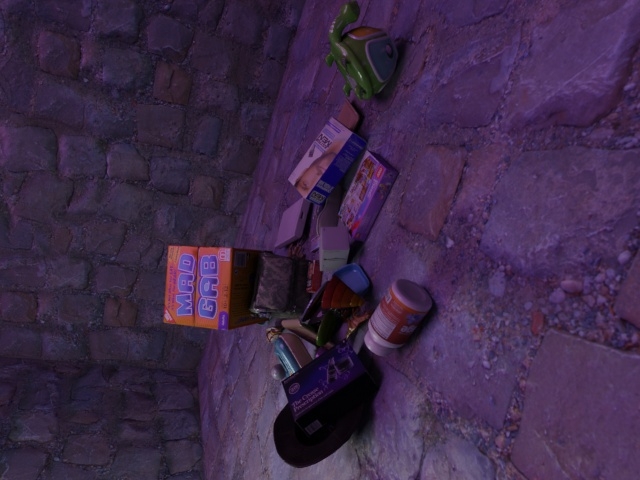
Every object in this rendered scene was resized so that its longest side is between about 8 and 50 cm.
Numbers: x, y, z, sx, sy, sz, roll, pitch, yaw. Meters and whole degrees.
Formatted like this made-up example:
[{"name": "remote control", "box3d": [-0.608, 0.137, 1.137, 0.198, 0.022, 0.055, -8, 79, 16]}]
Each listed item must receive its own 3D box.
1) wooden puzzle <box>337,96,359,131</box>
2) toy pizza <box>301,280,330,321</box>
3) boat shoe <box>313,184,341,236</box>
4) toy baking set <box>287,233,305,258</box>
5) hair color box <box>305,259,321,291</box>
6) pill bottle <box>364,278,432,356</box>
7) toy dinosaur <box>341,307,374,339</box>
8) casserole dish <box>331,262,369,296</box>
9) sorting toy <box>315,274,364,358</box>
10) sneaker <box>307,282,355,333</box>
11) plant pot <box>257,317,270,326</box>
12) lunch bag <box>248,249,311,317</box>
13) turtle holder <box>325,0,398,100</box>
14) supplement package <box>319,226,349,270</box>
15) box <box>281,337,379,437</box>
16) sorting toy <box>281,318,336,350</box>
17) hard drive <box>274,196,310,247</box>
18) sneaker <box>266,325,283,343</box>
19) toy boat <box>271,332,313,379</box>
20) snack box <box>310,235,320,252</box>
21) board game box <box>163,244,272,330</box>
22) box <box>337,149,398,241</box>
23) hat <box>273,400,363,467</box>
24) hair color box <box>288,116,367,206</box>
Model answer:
[{"name": "wooden puzzle", "box3d": [0.112, -0.516, 1.886, 0.220, 0.044, 0.238, -108, 33, -50]}, {"name": "toy pizza", "box3d": [-0.011, 0.252, 1.650, 0.201, 0.032, 0.201, -53, -12, -17]}, {"name": "boat shoe", "box3d": [0.026, -0.132, 1.802, 0.079, 0.095, 0.254, -11, 66, 63]}, {"name": "toy baking set", "box3d": [-0.126, 0.061, 2.137, 0.197, 0.030, 0.256, -40, 43, 50]}, {"name": "hair color box", "box3d": [-0.028, 0.164, 1.833, 0.072, 0.043, 0.141, 152, 128, -62]}, {"name": "pill bottle", "box3d": [0.212, 0.224, 1.151, 0.121, 0.121, 0.216, -110, 39, -52]}, {"name": "toy dinosaur", "box3d": [0.110, 0.299, 1.419, 0.211, 0.064, 0.112, -61, 29, 33]}, {"name": "casserole dish", "box3d": [0.110, 0.153, 1.464, 0.037, 0.114, 0.188, 66, 177, -33]}, {"name": "sorting toy", "box3d": [0.067, 0.298, 1.386, 0.127, 0.126, 0.365, -43, -35, -59]}, {"name": "sneaker", "box3d": [0.042, 0.269, 1.569, 0.286, 0.109, 0.130, -46, 27, 39]}, {"name": "plant pot", "box3d": [-0.363, 0.292, 2.306, 0.247, 0.247, 0.252, -53, 18, 44]}, {"name": "lunch bag", "box3d": [-0.194, 0.216, 1.890, 0.213, 0.256, 0.304, -14, 65, 55]}, {"name": "turtle holder", "box3d": [0.154, -0.725, 1.575, 0.228, 0.320, 0.243, -36, 8, 3]}, {"name": "supplement package", "box3d": [0.050, 0.034, 1.567, 0.179, 0.105, 0.105, 94, 175, -59]}, {"name": "box", "box3d": [0.025, 0.464, 1.298, 0.261, 0.103, 0.184, -34, 25, -5]}, {"name": "sorting toy", "box3d": [-0.038, 0.367, 1.575, 0.038, 0.208, 0.193, -57, 15, -24]}, {"name": "hard drive", "box3d": [-0.157, -0.093, 2.213, 0.353, 0.047, 0.232, -26, 48, 65]}, {"name": "sneaker", "box3d": [-0.237, 0.494, 2.120, 0.185, 0.070, 0.083, 142, 128, -64]}, {"name": "toy boat", "box3d": [-0.119, 0.516, 1.656, 0.267, 0.148, 0.318, 58, 160, 9]}, {"name": "snack box", "box3d": [0.000, 0.000, 1.882, 0.178, 0.022, 0.064, -37, 46, 57]}, {"name": "board game box", "box3d": [-0.476, 0.213, 1.939, 0.357, 0.357, 0.355, 1, 87, 22]}, {"name": "box", "box3d": [0.171, -0.170, 1.536, 0.293, 0.057, 0.201, -66, 25, 24]}, {"name": "hat", "box3d": [0.014, 0.602, 1.327, 0.332, 0.133, 0.331, -23, 29, 14]}, {"name": "hair color box", "box3d": [0.024, -0.339, 1.748, 0.338, 0.110, 0.185, -54, 45, 16]}]
